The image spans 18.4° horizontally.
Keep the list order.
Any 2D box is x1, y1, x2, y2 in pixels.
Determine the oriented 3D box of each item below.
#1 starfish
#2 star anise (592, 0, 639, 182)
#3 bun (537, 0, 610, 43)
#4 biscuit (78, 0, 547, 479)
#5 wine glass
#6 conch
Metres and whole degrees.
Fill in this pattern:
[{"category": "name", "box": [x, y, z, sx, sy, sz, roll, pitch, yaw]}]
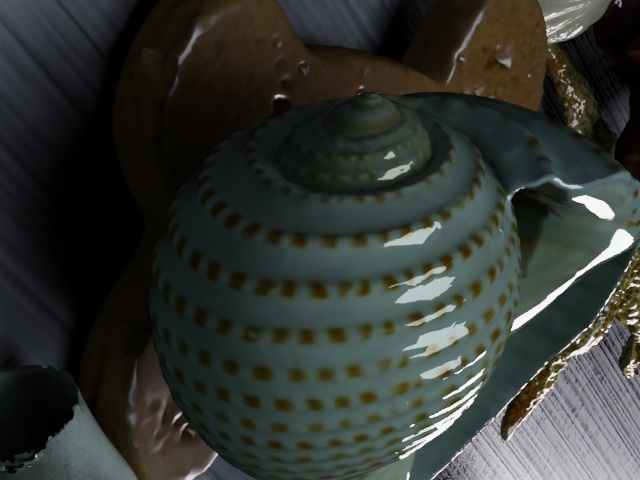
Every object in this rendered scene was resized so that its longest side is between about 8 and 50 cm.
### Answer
[{"category": "starfish", "box": [0.216, 0.012, 1.616, 0.358, 0.078, 0.347, -8, 117, -50]}, {"category": "star anise", "box": [0.280, -0.125, 1.538, 0.190, 0.126, 0.220, -36, 113, -45]}, {"category": "bun", "box": [0.181, -0.205, 1.435, 0.138, 0.094, 0.138, -24, 123, -45]}, {"category": "biscuit", "box": [0.000, 0.000, 1.334, 0.394, 0.076, 0.368, -9, 115, -46]}, {"category": "wine glass", "box": [-0.151, 0.182, 1.209, 0.103, 0.103, 0.222, -43, 132, -30]}, {"category": "conch", "box": [0.031, 0.029, 1.166, 0.303, 0.215, 0.319, -27, 158, -31]}]
